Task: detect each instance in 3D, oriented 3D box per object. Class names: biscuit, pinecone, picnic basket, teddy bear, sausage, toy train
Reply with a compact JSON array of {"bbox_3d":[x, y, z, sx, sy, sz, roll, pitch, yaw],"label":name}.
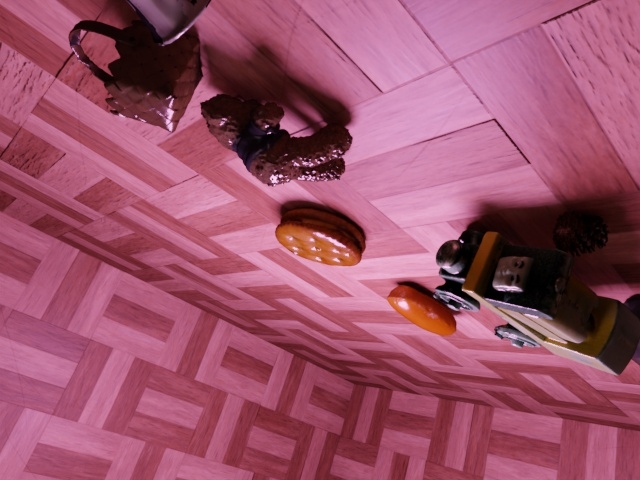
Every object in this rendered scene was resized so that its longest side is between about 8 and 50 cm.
[{"bbox_3d":[0.000,0.000,1.134,0.220,0.066,0.220,17,158,7],"label":"biscuit"},{"bbox_3d":[0.423,-0.009,0.783,0.083,0.077,0.077,5,155,7],"label":"pinecone"},{"bbox_3d":[-0.274,-0.249,0.694,0.178,0.138,0.128,20,154,-8],"label":"picnic basket"},{"bbox_3d":[-0.074,-0.152,0.771,0.251,0.129,0.182,21,155,-5],"label":"teddy bear"},{"bbox_3d":[0.287,0.196,1.323,0.238,0.098,0.098,34,153,-27],"label":"sausage"},{"bbox_3d":[0.400,0.113,0.905,0.397,0.160,0.253,32,170,-29],"label":"toy train"}]

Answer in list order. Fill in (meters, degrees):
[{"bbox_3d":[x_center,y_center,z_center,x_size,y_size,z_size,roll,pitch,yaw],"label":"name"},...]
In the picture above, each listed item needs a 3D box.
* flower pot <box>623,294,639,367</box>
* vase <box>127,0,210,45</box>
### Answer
[{"bbox_3d":[0.650,0.178,0.946,0.106,0.157,0.157,33,157,2],"label":"flower pot"},{"bbox_3d":[-0.264,-0.355,0.451,0.165,0.165,0.360,-1,154,39],"label":"vase"}]
